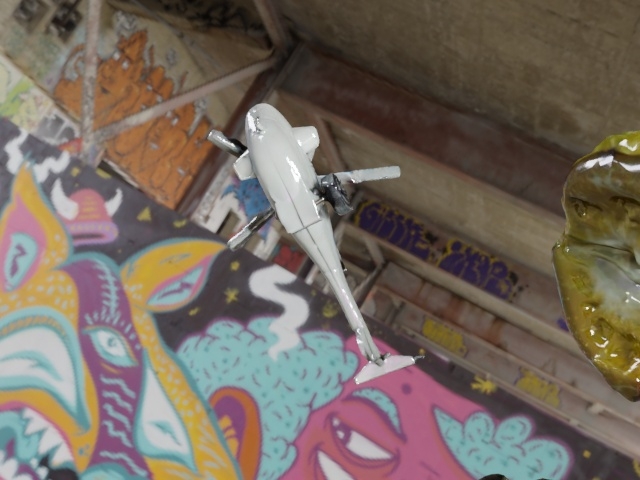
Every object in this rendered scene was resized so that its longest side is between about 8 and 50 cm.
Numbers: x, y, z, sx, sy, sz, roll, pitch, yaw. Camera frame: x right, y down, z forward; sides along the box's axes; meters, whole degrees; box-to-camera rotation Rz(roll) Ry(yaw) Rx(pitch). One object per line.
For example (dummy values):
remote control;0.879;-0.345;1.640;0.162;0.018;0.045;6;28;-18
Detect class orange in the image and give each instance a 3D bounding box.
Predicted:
orange;0.450;0.014;0.980;0.271;0.210;0.369;35;-38;35

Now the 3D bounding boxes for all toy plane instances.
toy plane;-0.009;0.006;0.700;0.182;0.273;0.107;-7;-1;9

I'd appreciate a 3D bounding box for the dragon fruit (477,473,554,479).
dragon fruit;0.132;0.223;0.421;0.188;0.182;0.182;1;-11;-2
